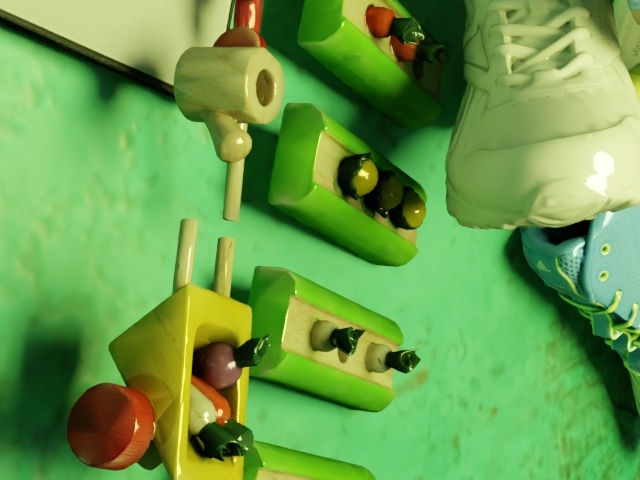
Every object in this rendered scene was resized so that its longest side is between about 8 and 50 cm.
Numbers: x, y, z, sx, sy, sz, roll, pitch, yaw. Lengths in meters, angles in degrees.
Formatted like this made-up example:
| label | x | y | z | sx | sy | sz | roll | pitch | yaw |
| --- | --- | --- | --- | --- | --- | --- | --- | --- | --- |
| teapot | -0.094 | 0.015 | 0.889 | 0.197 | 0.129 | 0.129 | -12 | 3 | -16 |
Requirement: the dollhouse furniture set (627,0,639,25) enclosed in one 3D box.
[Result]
| label | x | y | z | sx | sy | sz | roll | pitch | yaw |
| --- | --- | --- | --- | --- | --- | --- | --- | --- | --- |
| dollhouse furniture set | 0.246 | -0.205 | 0.624 | 0.286 | 0.198 | 0.304 | 21 | 65 | -69 |

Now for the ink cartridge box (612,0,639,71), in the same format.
| label | x | y | z | sx | sy | sz | roll | pitch | yaw |
| --- | --- | --- | --- | --- | --- | --- | --- | --- | --- |
| ink cartridge box | 0.287 | -0.135 | 0.750 | 0.092 | 0.219 | 0.160 | 45 | 58 | -40 |

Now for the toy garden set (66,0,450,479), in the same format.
| label | x | y | z | sx | sy | sz | roll | pitch | yaw |
| --- | --- | --- | --- | --- | --- | --- | --- | --- | --- |
| toy garden set | 0.000 | 0.000 | 0.516 | 0.204 | 0.049 | 0.244 | 29 | 68 | -60 |

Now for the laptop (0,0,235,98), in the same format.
| label | x | y | z | sx | sy | sz | roll | pitch | yaw |
| --- | --- | --- | --- | --- | --- | --- | --- | --- | --- |
| laptop | -0.064 | -0.282 | 0.336 | 0.408 | 0.236 | 0.382 | 20 | 75 | -47 |

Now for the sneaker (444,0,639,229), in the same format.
| label | x | y | z | sx | sy | sz | roll | pitch | yaw |
| --- | --- | --- | --- | --- | --- | --- | --- | --- | --- |
| sneaker | 0.091 | -0.082 | 0.577 | 0.232 | 0.090 | 0.115 | -79 | 159 | -67 |

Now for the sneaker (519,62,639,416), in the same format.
| label | x | y | z | sx | sy | sz | roll | pitch | yaw |
| --- | --- | --- | --- | --- | --- | --- | --- | --- | --- |
| sneaker | 0.163 | 0.024 | 0.731 | 0.126 | 0.091 | 0.240 | -16 | 109 | -23 |
